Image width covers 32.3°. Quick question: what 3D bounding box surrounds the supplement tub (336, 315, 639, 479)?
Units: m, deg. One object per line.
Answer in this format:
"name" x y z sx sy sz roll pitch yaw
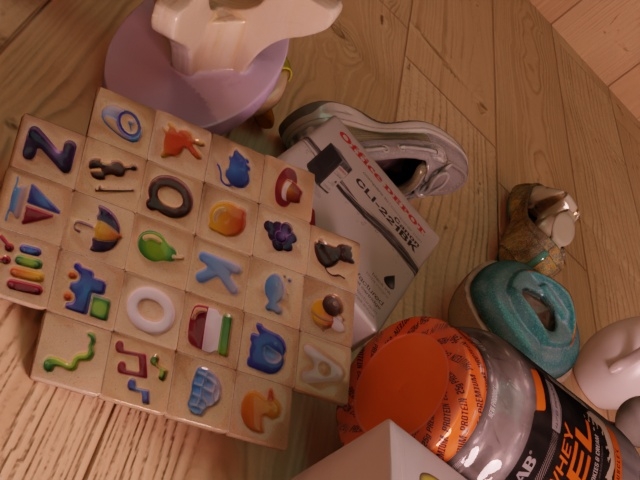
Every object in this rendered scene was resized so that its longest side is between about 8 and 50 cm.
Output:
"supplement tub" 0.171 0.209 1.094 0.316 0.194 0.193 36 31 -37

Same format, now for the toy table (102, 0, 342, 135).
"toy table" -0.113 -0.240 1.158 0.252 0.160 0.274 20 49 -3

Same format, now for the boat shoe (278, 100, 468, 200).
"boat shoe" 0.083 -0.097 1.452 0.320 0.118 0.103 13 52 -46

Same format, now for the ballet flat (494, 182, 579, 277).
"ballet flat" 0.364 -0.026 1.793 0.123 0.123 0.348 49 27 -7

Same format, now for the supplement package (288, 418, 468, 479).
"supplement package" 0.071 0.297 0.904 0.203 0.149 0.194 40 29 -24

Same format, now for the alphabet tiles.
"alphabet tiles" -0.114 0.021 0.963 0.343 0.011 0.285 21 55 -25

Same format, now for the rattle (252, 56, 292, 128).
"rattle" -0.136 -0.156 1.276 0.130 0.143 0.200 50 59 -1

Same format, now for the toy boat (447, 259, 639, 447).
"toy boat" 0.315 0.154 1.461 0.318 0.148 0.267 55 27 7

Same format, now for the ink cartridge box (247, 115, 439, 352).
"ink cartridge box" 0.000 0.000 1.194 0.197 0.114 0.273 50 27 -3

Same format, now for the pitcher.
"pitcher" 0.470 0.166 1.621 0.178 0.207 0.125 -1 57 -57
